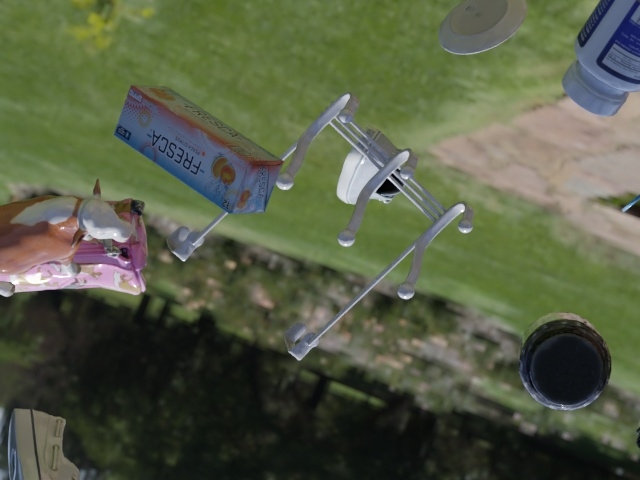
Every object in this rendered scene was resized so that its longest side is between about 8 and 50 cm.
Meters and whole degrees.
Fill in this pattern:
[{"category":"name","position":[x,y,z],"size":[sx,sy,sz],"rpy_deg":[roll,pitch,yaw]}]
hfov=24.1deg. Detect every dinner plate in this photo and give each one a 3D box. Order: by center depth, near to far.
[{"category":"dinner plate","position":[0.238,-0.330,2.231],"size":[0.141,0.141,0.017],"rpy_deg":[16,148,44]}]

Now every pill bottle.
[{"category":"pill bottle","position":[0.383,-0.251,1.874],"size":[0.112,0.186,0.112],"rpy_deg":[19,-141,-16]},{"category":"pill bottle","position":[0.327,0.163,2.018],"size":[0.123,0.122,0.219],"rpy_deg":[21,-177,7]}]

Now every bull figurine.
[{"category":"bull figurine","position":[-0.413,0.000,2.142],"size":[0.311,0.101,0.188],"rpy_deg":[-9,159,3]}]

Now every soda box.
[{"category":"soda box","position":[-0.126,-0.095,1.539],"size":[0.183,0.063,0.058],"rpy_deg":[34,-158,31]}]

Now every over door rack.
[{"category":"over door rack","position":[0.000,0.000,1.891],"size":[0.239,0.324,0.108],"rpy_deg":[42,-157,-22]}]

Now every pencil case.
[{"category":"pencil case","position":[-0.463,0.016,2.336],"size":[0.386,0.160,0.167],"rpy_deg":[-2,142,-6]}]

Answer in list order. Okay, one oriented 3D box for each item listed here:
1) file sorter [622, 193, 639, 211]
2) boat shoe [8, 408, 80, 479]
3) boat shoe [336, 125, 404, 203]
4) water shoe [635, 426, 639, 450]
[{"category":"file sorter","position":[0.414,-0.007,1.594],"size":[0.170,0.104,0.118],"rpy_deg":[49,-173,6]},{"category":"boat shoe","position":[-0.361,0.321,1.984],"size":[0.088,0.096,0.267],"rpy_deg":[5,-154,-18]},{"category":"boat shoe","position":[0.077,-0.088,2.111],"size":[0.081,0.079,0.227],"rpy_deg":[35,166,8]},{"category":"water shoe","position":[0.444,0.255,1.893],"size":[0.073,0.080,0.203],"rpy_deg":[48,-172,5]}]
